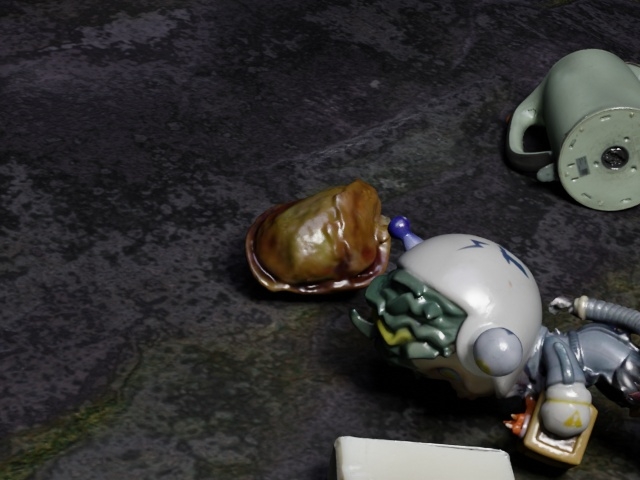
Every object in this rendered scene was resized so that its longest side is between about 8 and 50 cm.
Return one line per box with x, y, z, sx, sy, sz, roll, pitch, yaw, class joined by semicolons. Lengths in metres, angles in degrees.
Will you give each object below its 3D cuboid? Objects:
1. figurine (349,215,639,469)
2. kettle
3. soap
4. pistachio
0.215;0.123;1.395;0.381;0.261;0.186;28;72;8;figurine
0.388;-0.170;1.930;0.240;0.165;0.255;-17;31;10;kettle
0.102;0.256;1.274;0.183;0.064;0.121;6;32;-6;soap
0.000;0.000;1.582;0.210;0.131;0.165;-27;50;-31;pistachio
